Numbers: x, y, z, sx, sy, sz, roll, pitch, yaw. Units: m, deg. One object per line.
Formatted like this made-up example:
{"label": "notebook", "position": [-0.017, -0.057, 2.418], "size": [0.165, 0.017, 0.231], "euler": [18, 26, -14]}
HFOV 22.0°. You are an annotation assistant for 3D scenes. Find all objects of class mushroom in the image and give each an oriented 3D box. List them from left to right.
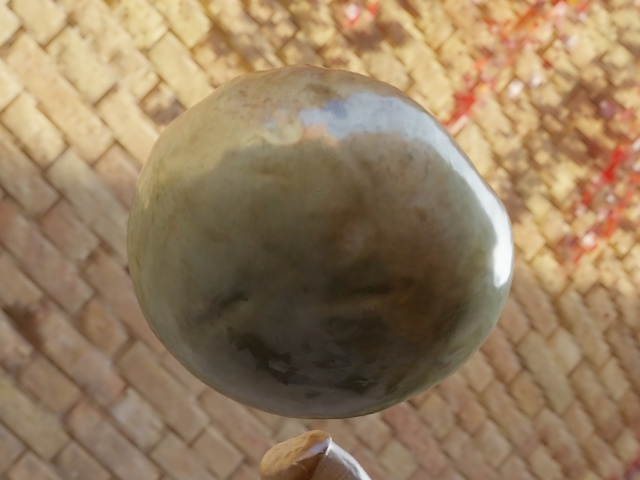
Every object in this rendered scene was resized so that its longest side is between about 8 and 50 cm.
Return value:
{"label": "mushroom", "position": [0.000, 0.000, 1.486], "size": [0.352, 0.260, 0.352], "euler": [5, -54, 8]}
{"label": "mushroom", "position": [0.069, 0.375, 2.135], "size": [0.351, 0.123, 0.095], "euler": [40, 26, -20]}
